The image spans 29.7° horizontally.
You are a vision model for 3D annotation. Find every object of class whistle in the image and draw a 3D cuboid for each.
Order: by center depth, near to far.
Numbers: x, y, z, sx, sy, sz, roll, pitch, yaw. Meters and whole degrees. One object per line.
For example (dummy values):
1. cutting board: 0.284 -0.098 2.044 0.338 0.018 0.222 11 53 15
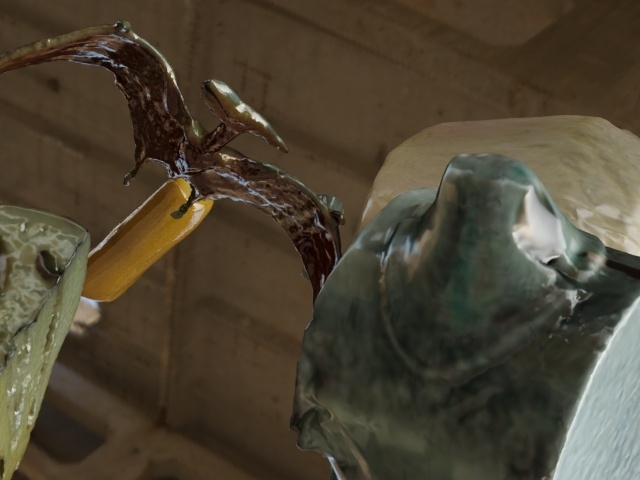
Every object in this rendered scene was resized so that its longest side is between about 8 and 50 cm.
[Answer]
1. whistle: 0.089 0.149 0.715 0.168 0.188 0.405 21 -77 34

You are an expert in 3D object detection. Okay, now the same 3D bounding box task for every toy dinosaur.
1. toy dinosaur: -0.105 -0.037 0.947 0.206 0.113 0.327 3 -40 41

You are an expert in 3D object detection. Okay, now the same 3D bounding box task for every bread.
1. bread: -0.241 0.001 1.619 0.239 0.092 0.074 -41 -85 22

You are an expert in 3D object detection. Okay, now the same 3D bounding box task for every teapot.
1. teapot: 0.000 0.000 1.398 0.042 0.111 0.043 6 -38 5

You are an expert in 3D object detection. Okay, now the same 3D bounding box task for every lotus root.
1. lotus root: -0.341 0.127 1.160 0.149 0.267 0.260 25 -34 2

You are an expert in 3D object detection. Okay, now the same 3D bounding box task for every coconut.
1. coconut: 0.150 0.042 0.991 0.328 0.329 0.329 22 -50 29
